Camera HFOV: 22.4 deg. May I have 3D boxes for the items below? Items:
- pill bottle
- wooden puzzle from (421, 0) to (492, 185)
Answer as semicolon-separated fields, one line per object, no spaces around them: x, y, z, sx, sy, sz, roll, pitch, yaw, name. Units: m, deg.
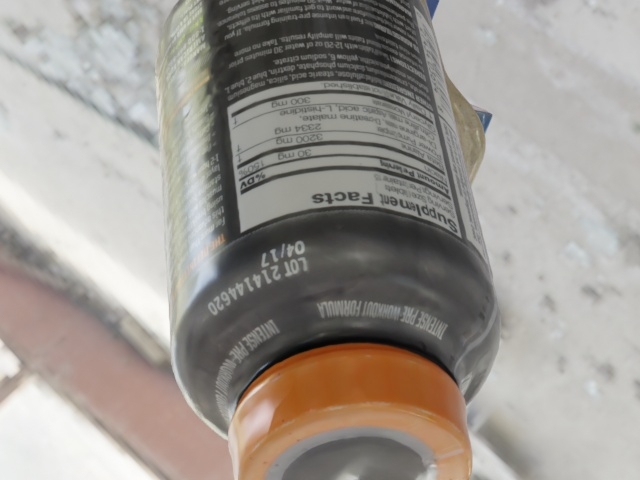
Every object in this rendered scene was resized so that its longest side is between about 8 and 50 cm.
0.000;0.000;0.660;0.130;0.130;0.246;78;-177;-47;pill bottle
0.024;-0.062;1.070;0.348;0.080;0.322;-105;27;-46;wooden puzzle
